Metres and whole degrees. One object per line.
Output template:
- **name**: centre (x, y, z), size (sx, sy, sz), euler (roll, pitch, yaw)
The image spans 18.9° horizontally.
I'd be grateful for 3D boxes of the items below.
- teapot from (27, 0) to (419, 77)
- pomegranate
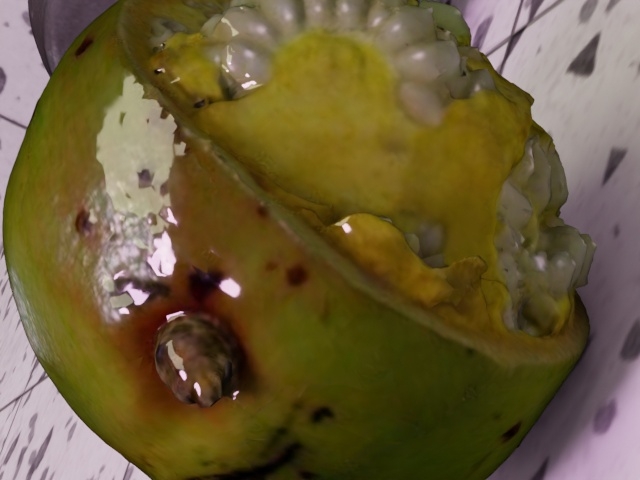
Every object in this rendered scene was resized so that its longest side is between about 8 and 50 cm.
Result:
- **teapot**: centre (-0.018, -0.222, 1.284), size (0.300, 0.253, 0.344), euler (-14, 37, 25)
- **pomegranate**: centre (0.000, 0.000, 0.873), size (0.260, 0.260, 0.341), euler (-61, -13, 13)
